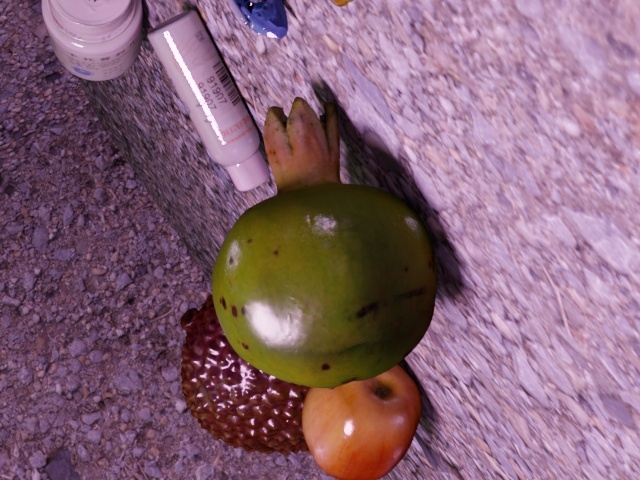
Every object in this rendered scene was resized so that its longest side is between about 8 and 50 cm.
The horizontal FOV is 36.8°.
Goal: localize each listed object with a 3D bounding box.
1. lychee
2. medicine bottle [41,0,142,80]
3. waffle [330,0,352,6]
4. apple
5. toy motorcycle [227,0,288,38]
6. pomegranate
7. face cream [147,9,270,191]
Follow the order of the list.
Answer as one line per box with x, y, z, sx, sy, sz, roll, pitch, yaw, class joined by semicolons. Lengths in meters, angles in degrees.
-0.082;0.201;1.571;0.330;0.306;0.306;25;159;12;lychee
-0.392;-0.390;1.666;0.170;0.170;0.293;59;167;0;medicine bottle
-0.036;-0.319;0.644;0.329;0.062;0.329;57;169;17;waffle
0.060;0.249;1.382;0.199;0.199;0.199;55;168;18;apple
-0.105;-0.292;0.982;0.205;0.076;0.114;49;174;31;toy motorcycle
0.000;0.000;0.981;0.236;0.235;0.302;136;130;-78;pomegranate
-0.152;-0.195;1.389;0.269;0.082;0.082;62;168;-20;face cream
